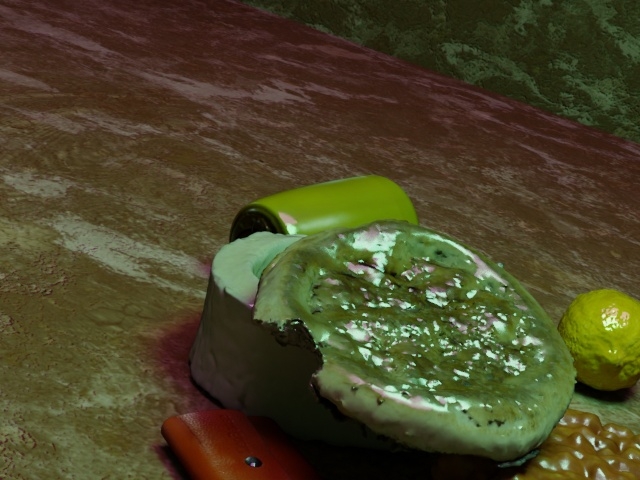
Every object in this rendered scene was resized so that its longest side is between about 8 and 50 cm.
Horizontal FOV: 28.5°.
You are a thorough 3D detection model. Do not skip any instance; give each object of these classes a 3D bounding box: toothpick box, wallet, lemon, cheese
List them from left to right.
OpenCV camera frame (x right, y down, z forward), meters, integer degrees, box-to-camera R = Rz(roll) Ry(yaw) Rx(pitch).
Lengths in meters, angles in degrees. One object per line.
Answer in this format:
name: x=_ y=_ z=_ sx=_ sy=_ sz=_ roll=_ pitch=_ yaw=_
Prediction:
wallet: x=-0.066 y=0.244 z=1.307 sx=0.142 sy=0.045 sz=0.204 roll=3 pitch=22 yaw=-31
toothpick box: x=0.000 y=0.000 z=1.837 sx=0.271 sy=0.175 sz=0.175 roll=-9 pitch=31 yaw=-43
cheese: x=0.016 y=0.118 z=1.549 sx=0.332 sy=0.153 sz=0.292 roll=23 pitch=21 yaw=16
lemon: x=0.409 y=0.139 z=1.801 sx=0.142 sy=0.142 sz=0.187 roll=18 pitch=14 yaw=7

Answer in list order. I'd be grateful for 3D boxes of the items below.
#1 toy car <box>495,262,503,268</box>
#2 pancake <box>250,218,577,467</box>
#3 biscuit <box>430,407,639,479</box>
toy car: x=0.256 y=0.049 z=2.062 sx=0.069 sy=0.055 sz=0.142 roll=21 pitch=7 yaw=15
pancake: x=0.106 y=0.101 z=1.369 sx=0.382 sy=0.071 sz=0.382 roll=15 pitch=31 yaw=-9
biscuit: x=0.288 y=0.281 z=1.374 sx=0.312 sy=0.110 sz=0.318 roll=24 pitch=22 yaw=17
